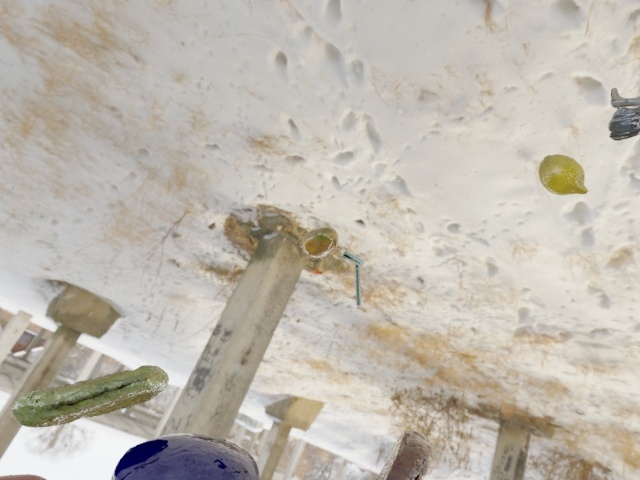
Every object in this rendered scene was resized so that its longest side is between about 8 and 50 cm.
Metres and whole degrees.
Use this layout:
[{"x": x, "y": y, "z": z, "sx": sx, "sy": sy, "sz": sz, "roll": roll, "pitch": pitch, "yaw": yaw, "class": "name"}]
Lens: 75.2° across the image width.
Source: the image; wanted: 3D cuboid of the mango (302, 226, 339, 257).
[{"x": 0.005, "y": 0.001, "z": 1.326, "sx": 0.115, "sy": 0.089, "sz": 0.165, "roll": 1, "pitch": 157, "yaw": -32, "class": "mango"}]

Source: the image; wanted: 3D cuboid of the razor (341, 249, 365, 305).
[{"x": 0.121, "y": 0.132, "z": 1.367, "sx": 0.084, "sy": 0.035, "sz": 0.212, "roll": 30, "pitch": 142, "yaw": 42, "class": "razor"}]

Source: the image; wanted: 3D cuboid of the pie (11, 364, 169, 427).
[{"x": -0.499, "y": 0.354, "z": 0.945, "sx": 0.322, "sy": 0.071, "sz": 0.323, "roll": -15, "pitch": 159, "yaw": -6, "class": "pie"}]

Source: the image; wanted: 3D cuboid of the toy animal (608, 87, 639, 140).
[{"x": 0.460, "y": -0.193, "z": 0.523, "sx": 0.160, "sy": 0.197, "sz": 0.273, "roll": -9, "pitch": 113, "yaw": 41, "class": "toy animal"}]

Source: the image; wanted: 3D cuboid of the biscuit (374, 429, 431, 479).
[{"x": 0.081, "y": 0.323, "z": 0.510, "sx": 0.049, "sy": 0.192, "sz": 0.192, "roll": 25, "pitch": 157, "yaw": 16, "class": "biscuit"}]

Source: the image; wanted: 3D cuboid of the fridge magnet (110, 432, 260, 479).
[{"x": -0.244, "y": 0.442, "z": 0.767, "sx": 0.265, "sy": 0.113, "sz": 0.265, "roll": 10, "pitch": -179, "yaw": 0, "class": "fridge magnet"}]

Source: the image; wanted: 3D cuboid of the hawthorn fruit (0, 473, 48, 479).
[{"x": -0.785, "y": 0.703, "z": 0.993, "sx": 0.275, "sy": 0.276, "sz": 0.300, "roll": -2, "pitch": 141, "yaw": 45, "class": "hawthorn fruit"}]

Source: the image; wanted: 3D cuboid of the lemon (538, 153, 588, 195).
[{"x": 0.412, "y": -0.110, "z": 0.705, "sx": 0.092, "sy": 0.065, "sz": 0.065, "roll": 54, "pitch": 168, "yaw": 25, "class": "lemon"}]
